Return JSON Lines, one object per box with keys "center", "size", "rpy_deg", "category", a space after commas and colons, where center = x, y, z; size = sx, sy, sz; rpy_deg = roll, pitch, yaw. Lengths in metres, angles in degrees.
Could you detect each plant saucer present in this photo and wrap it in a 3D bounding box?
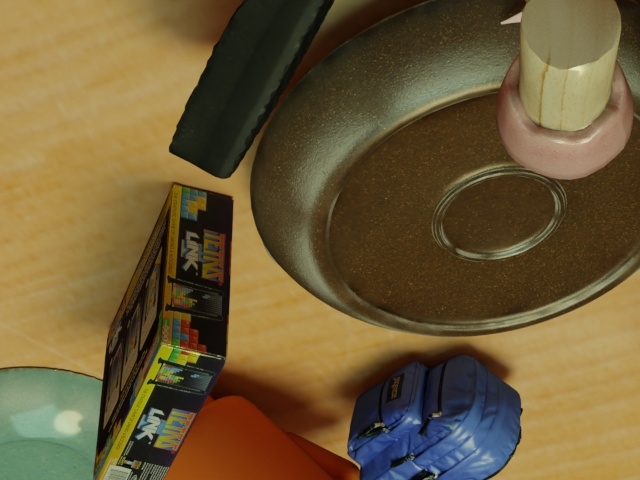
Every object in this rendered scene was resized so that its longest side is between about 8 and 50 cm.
{"center": [0.111, -0.031, 1.058], "size": [0.311, 0.050, 0.310], "rpy_deg": [-5, 139, -5], "category": "plant saucer"}
{"center": [-0.225, 0.173, 1.311], "size": [0.195, 0.037, 0.195], "rpy_deg": [-1, 138, -1], "category": "plant saucer"}

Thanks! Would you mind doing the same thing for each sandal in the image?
{"center": [-0.010, -0.202, 0.815], "size": [0.107, 0.167, 0.445], "rpy_deg": [30, 134, -1], "category": "sandal"}

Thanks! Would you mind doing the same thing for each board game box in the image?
{"center": [-0.107, 0.071, 1.120], "size": [0.048, 0.141, 0.170], "rpy_deg": [15, 136, -14], "category": "board game box"}

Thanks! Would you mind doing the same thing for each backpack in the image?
{"center": [0.087, 0.144, 1.243], "size": [0.120, 0.098, 0.101], "rpy_deg": [-33, 121, 32], "category": "backpack"}

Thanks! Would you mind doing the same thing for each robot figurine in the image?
{"center": [-0.052, 0.203, 1.236], "size": [0.128, 0.219, 0.158], "rpy_deg": [-52, 160, 10], "category": "robot figurine"}

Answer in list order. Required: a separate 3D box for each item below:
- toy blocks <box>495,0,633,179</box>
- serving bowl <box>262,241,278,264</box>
{"center": [0.233, -0.174, 0.813], "size": [0.289, 0.308, 0.260], "rpy_deg": [1, 166, 7], "category": "toy blocks"}
{"center": [0.000, 0.000, 1.130], "size": [0.083, 0.027, 0.083], "rpy_deg": [-1, 139, -1], "category": "serving bowl"}
